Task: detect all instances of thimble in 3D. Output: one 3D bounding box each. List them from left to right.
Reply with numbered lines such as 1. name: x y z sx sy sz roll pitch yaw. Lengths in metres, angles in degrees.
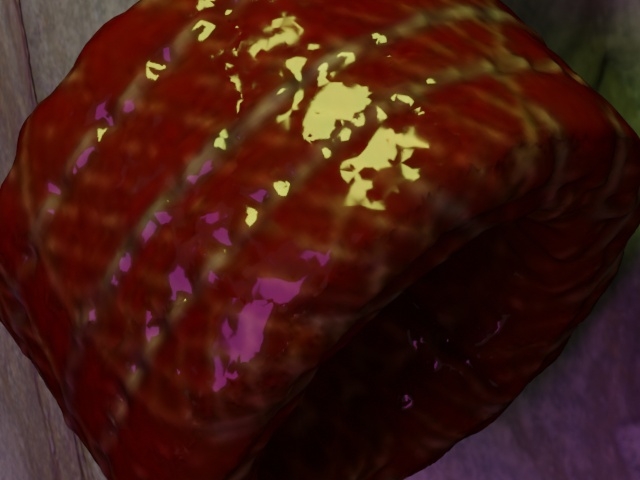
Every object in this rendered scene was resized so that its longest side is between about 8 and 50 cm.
1. thimble: 0.000 0.000 0.823 0.230 0.350 0.350 51 133 26
